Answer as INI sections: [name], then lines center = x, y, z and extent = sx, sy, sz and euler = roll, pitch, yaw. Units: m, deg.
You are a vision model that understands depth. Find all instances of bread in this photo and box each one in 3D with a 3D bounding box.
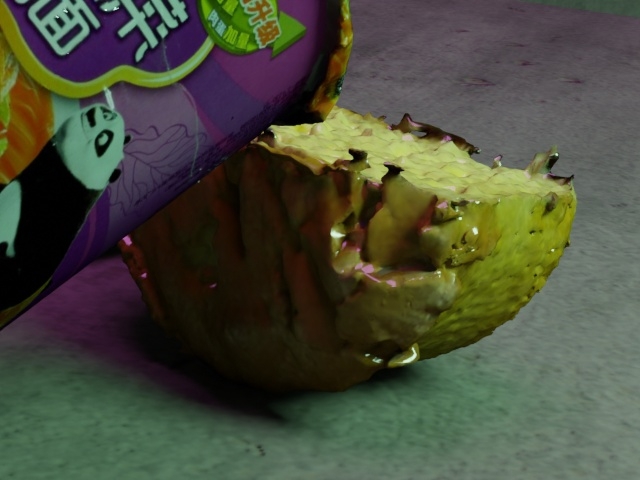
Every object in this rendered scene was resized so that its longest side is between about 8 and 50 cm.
[bread]
center = -0.005, -0.001, 0.833
extent = 0.260, 0.147, 0.160
euler = 20, 14, 38

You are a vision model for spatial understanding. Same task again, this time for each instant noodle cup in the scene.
[instant noodle cup]
center = -0.141, -0.085, 0.639
extent = 0.251, 0.251, 0.190
euler = 21, 57, 40
